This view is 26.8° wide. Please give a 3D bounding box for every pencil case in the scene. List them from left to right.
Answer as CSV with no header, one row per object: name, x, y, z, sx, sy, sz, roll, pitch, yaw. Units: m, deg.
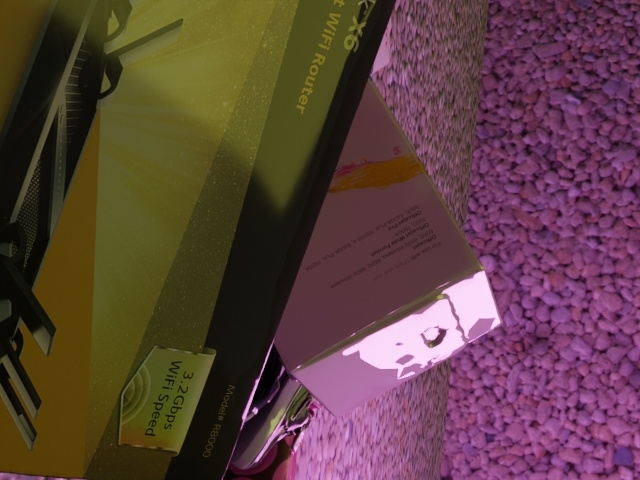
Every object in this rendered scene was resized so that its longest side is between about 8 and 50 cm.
pencil case,-0.059,0.241,1.231,0.095,0.098,0.209,42,51,-58

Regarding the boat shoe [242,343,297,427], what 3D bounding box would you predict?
boat shoe,-0.069,0.100,1.141,0.095,0.079,0.254,49,26,-2

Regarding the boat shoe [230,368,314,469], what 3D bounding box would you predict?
boat shoe,-0.028,0.150,1.196,0.142,0.040,0.049,-55,-168,-27

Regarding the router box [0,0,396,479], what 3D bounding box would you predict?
router box,-0.102,-0.058,0.561,0.243,0.081,0.308,15,96,-44

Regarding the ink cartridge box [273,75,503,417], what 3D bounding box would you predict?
ink cartridge box,0.016,-0.007,1.096,0.232,0.168,0.171,61,3,23

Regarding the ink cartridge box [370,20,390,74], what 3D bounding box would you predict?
ink cartridge box,0.001,-0.246,1.338,0.237,0.100,0.171,-47,139,-69
